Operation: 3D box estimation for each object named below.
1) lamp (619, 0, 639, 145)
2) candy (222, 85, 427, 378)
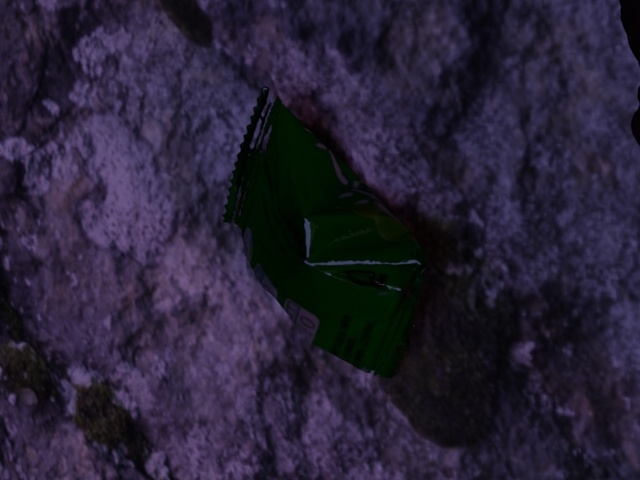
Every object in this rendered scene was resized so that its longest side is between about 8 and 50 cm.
[{"bbox_3d":[0.282,-0.131,1.039,0.247,0.247,0.247,13,112,34],"label":"lamp"},{"bbox_3d":[-0.002,0.000,1.389,0.203,0.078,0.141,46,127,23],"label":"candy"}]
